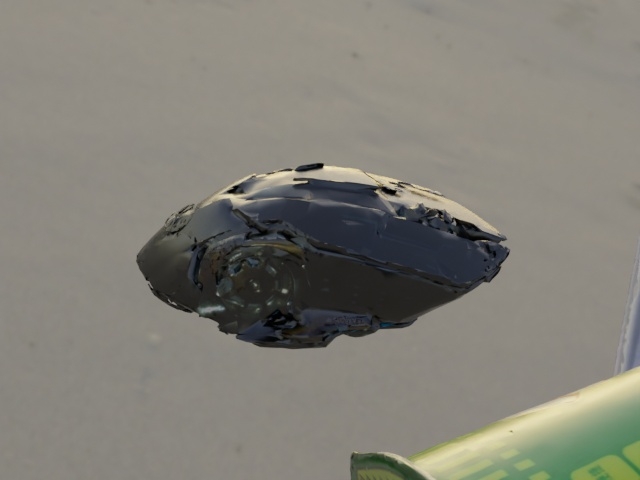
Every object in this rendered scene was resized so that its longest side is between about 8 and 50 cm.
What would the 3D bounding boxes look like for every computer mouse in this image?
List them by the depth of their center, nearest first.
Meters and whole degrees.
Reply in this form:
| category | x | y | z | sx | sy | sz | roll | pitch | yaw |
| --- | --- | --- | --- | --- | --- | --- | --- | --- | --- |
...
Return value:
| category | x | y | z | sx | sy | sz | roll | pitch | yaw |
| --- | --- | --- | --- | --- | --- | --- | --- | --- | --- |
| computer mouse | 0.000 | 0.000 | 0.975 | 0.241 | 0.077 | 0.146 | -1 | 38 | -1 |

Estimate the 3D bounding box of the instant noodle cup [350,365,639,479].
| category | x | y | z | sx | sy | sz | roll | pitch | yaw |
| --- | --- | --- | --- | --- | --- | --- | --- | --- | --- |
| instant noodle cup | 0.157 | 0.113 | 0.542 | 0.232 | 0.207 | 0.207 | -26 | 33 | -16 |

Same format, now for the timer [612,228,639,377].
| category | x | y | z | sx | sy | sz | roll | pitch | yaw |
| --- | --- | --- | --- | --- | --- | --- | --- | --- | --- |
| timer | 0.334 | 0.003 | 1.187 | 0.161 | 0.257 | 0.250 | 26 | -27 | -21 |
